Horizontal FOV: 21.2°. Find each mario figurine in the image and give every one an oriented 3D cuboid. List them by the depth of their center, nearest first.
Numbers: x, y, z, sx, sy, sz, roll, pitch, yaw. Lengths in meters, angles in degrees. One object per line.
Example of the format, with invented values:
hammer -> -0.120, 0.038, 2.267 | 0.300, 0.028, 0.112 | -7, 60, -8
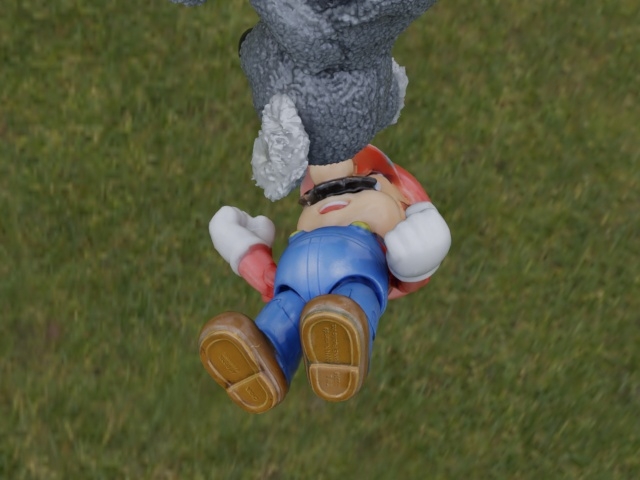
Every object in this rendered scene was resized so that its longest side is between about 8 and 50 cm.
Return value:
mario figurine -> 0.000, 0.000, 1.375 | 0.198, 0.170, 0.320 | 21, 28, 4

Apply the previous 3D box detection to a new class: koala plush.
koala plush -> 0.002, -0.148, 1.253 | 0.203, 0.221, 0.196 | 19, 34, 26
